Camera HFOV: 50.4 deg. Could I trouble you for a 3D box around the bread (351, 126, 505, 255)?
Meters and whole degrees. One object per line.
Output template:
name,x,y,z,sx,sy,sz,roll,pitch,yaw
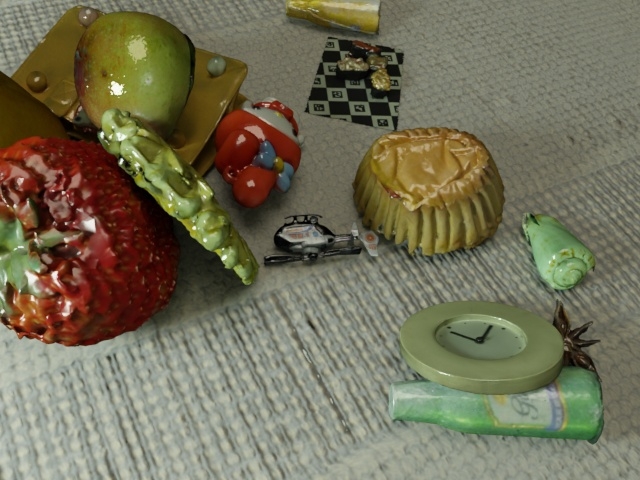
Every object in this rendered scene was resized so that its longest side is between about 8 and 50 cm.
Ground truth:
bread,0.195,-0.101,1.185,0.274,0.149,0.274,2,57,-3

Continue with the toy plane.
toy plane,0.001,-0.001,1.143,0.197,0.053,0.078,-3,60,-8

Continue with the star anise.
star anise,0.383,0.172,1.050,0.129,0.056,0.124,41,83,19

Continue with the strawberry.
strawberry,-0.347,-0.003,0.994,0.312,0.267,0.351,51,26,-1

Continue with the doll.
doll,-0.109,-0.163,1.201,0.161,0.130,0.290,34,36,-10

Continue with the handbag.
handbag,-0.350,-0.274,1.270,0.401,0.133,0.283,23,60,8

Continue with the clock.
clock,0.233,0.151,0.993,0.235,0.029,0.235,-2,21,1

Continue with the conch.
conch,0.414,0.013,1.172,0.105,0.079,0.170,10,42,-19

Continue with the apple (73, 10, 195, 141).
apple,-0.306,-0.270,1.120,0.207,0.174,0.188,-8,61,11

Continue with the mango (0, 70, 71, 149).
mango,-0.589,-0.162,1.008,0.445,0.232,0.300,18,73,-46

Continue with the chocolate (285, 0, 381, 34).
chocolate,0.029,-0.520,1.549,0.219,0.086,0.086,7,51,3

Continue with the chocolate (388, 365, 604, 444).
chocolate,0.242,0.228,0.960,0.291,0.110,0.110,1,51,-3

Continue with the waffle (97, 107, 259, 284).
waffle,-0.195,-0.063,1.014,0.073,0.297,0.317,-43,73,-3

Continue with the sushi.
sushi,0.087,-0.356,1.440,0.192,0.043,0.279,12,51,2
